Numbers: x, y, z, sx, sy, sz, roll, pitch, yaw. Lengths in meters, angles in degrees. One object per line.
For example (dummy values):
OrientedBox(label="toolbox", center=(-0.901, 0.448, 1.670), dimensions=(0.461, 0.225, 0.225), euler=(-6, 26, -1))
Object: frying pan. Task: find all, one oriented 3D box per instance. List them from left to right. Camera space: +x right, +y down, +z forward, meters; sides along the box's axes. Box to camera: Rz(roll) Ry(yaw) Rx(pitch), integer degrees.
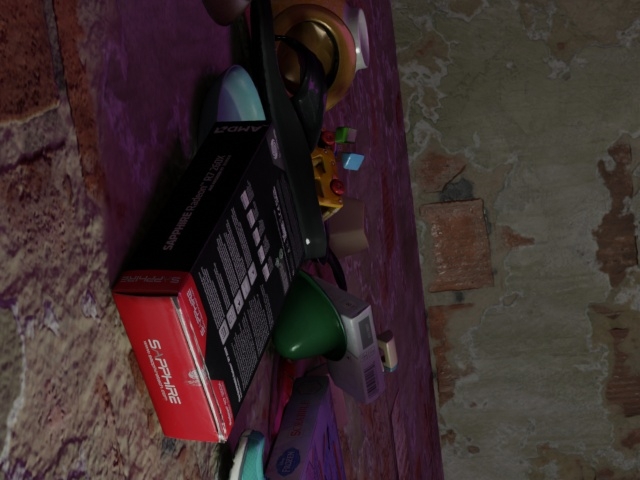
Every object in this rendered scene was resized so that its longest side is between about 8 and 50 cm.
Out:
OrientedBox(label="frying pan", center=(-0.001, -0.029, 2.278), dimensions=(0.326, 0.053, 0.197), euler=(59, 29, -69))

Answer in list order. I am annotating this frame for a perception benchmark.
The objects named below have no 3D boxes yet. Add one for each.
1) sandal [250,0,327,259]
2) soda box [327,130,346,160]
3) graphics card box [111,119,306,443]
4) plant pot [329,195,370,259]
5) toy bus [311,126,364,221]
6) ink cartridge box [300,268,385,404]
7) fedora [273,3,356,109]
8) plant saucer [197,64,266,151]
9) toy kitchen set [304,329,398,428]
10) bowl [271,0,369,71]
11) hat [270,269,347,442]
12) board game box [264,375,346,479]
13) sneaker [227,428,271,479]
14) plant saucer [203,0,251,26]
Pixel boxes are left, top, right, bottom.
OrientedBox(label="sandal", center=(-0.034, -0.191, 1.897), dimensions=(0.167, 0.107, 0.446), euler=(139, -61, -78))
OrientedBox(label="soda box", center=(0.008, -0.189, 2.364), dimensions=(0.181, 0.058, 0.061), euler=(-22, 107, -78))
OrientedBox(label="graphics card box", center=(-0.125, 0.039, 1.454), dimensions=(0.371, 0.094, 0.233), euler=(-66, 150, -49))
OrientedBox(label="plant pot", center=(0.050, -0.030, 2.408), dimensions=(0.109, 0.096, 0.109), euler=(65, 23, -57))
OrientedBox(label="toy bus", center=(-0.034, -0.123, 2.018), dimensions=(0.202, 0.104, 0.191), euler=(31, -72, 53))
OrientedBox(label="ink cartridge box", center=(0.008, 0.157, 2.019), dimensions=(0.066, 0.232, 0.189), euler=(-34, 129, -31))
OrientedBox(label="fedora", center=(-0.031, -0.319, 2.040), dimensions=(0.079, 0.194, 0.194), euler=(-138, -143, -66))
OrientedBox(label="plant saucer", center=(-0.125, -0.100, 1.733), dimensions=(0.317, 0.043, 0.318), euler=(-6, 90, -78))
OrientedBox(label="toy kitchen set", center=(0.036, 0.253, 2.253), dimensions=(0.207, 0.166, 0.122), euler=(-24, 117, -30))
OrientedBox(label="bowl", center=(0.007, -0.374, 2.201), dimensions=(0.289, 0.156, 0.290), euler=(-5, 90, -79))
OrientedBox(label="hat", center=(-0.073, 0.168, 1.913), dimensions=(0.208, 0.183, 0.173), euler=(41, -32, 36))
OrientedBox(label="board game box", center=(-0.014, 0.447, 1.979), dimensions=(0.318, 0.065, 0.319), euler=(-70, 152, -64))
OrientedBox(label="sneaker", center=(-0.069, 0.390, 1.637), dimensions=(0.107, 0.110, 0.275), euler=(-60, 143, -70))
OrientedBox(label="plant saucer", center=(-0.146, -0.486, 1.778), dimensions=(0.310, 0.050, 0.311), euler=(-5, 90, -77))
